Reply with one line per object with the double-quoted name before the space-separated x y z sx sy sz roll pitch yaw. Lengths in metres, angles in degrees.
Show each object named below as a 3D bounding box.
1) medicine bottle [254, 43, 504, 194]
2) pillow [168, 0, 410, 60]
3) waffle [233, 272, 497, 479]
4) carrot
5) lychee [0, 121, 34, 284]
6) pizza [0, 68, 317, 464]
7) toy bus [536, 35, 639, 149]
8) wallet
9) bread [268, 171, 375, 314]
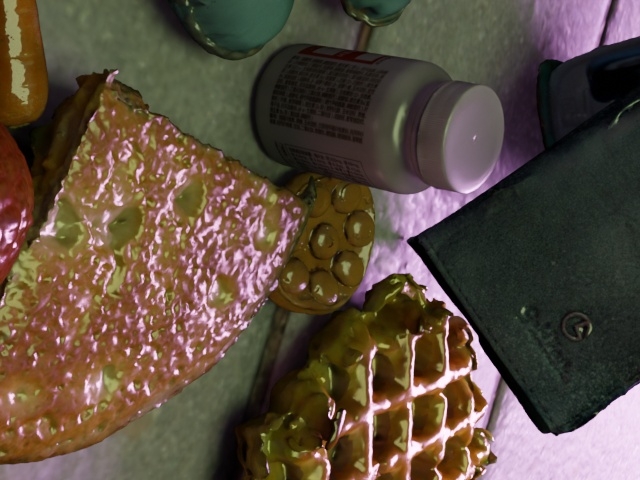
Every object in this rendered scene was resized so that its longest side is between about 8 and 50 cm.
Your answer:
"medicine bottle" 0.034 -0.071 0.599 0.079 0.140 0.079 -20 118 -44
"pillow" -0.006 -0.209 0.551 0.233 0.086 0.214 -26 127 -40
"waffle" 0.034 0.193 0.752 0.325 0.068 0.302 -59 141 -23
"carrot" -0.143 -0.144 0.448 0.037 0.037 0.190 -15 113 -46
"lychee" -0.179 -0.015 0.400 0.140 0.101 0.114 -34 92 -46
"pizza" -0.109 0.005 0.523 0.292 0.058 0.197 -36 130 -38
"toy bus" 0.370 -0.086 0.845 0.199 0.343 0.183 45 35 -62
"wallet" 0.269 -0.033 0.730 0.379 0.190 0.046 -36 166 6
"bread" 0.000 0.000 0.677 0.110 0.024 0.110 -20 117 -46
